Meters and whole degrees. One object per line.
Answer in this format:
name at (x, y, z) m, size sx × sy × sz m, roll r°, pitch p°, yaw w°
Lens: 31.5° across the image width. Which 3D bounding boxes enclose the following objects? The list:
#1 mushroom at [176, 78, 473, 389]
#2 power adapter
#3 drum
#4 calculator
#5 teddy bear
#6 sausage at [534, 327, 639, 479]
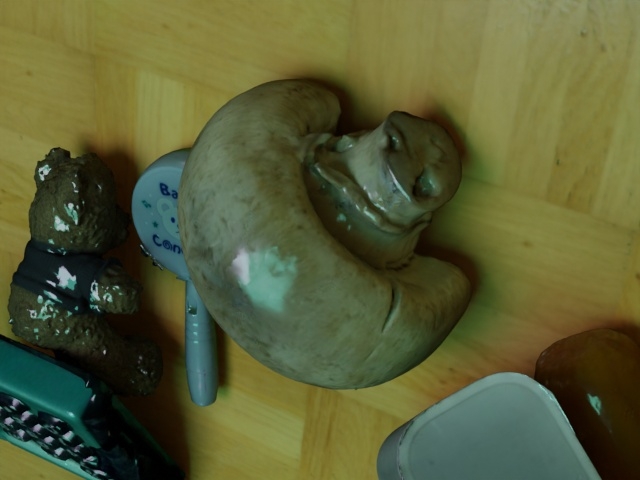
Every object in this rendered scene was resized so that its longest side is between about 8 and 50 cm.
mushroom at (0.000, 0.000, 0.853) m, size 0.253 × 0.189 × 0.195 m, roll 51°, pitch 132°, yaw -4°
power adapter at (0.130, 0.211, 0.872) m, size 0.187 × 0.124 × 0.255 m, roll 62°, pitch 172°, yaw 10°
drum at (-0.128, 0.031, 1.036) m, size 0.130 × 0.049 × 0.253 m, roll 28°, pitch 125°, yaw 17°
calculator at (-0.270, 0.174, 1.118) m, size 0.248 × 0.058 × 0.274 m, roll 19°, pitch 154°, yaw 21°
teddy bear at (-0.224, 0.044, 1.039) m, size 0.182 × 0.129 × 0.251 m, roll 18°, pitch 122°, yaw 41°
sausage at (0.239, 0.179, 0.856) m, size 0.098 × 0.098 × 0.238 m, roll -21°, pitch 102°, yaw 38°
